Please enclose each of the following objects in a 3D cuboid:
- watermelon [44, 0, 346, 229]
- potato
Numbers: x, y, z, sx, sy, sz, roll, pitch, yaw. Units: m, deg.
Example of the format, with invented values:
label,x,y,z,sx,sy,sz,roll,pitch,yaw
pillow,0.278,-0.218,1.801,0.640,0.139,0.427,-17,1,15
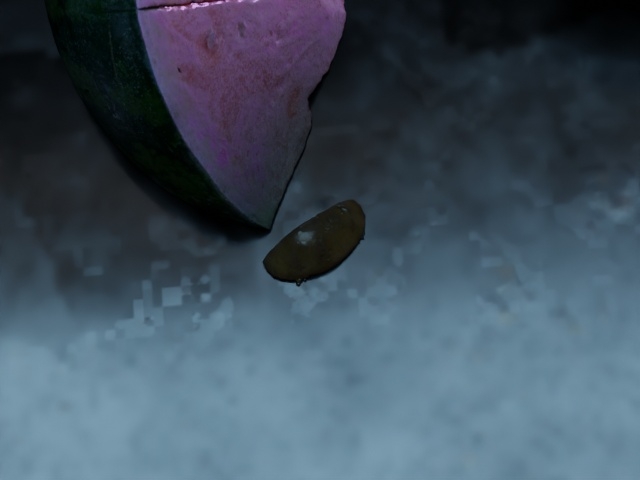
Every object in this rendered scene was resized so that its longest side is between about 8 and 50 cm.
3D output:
label,x,y,z,sx,sy,sz,roll,pitch,yaw
watermelon,-0.144,-0.213,1.326,0.222,0.319,0.292,7,62,41
potato,0.000,0.001,1.302,0.093,0.036,0.037,-34,71,-9
